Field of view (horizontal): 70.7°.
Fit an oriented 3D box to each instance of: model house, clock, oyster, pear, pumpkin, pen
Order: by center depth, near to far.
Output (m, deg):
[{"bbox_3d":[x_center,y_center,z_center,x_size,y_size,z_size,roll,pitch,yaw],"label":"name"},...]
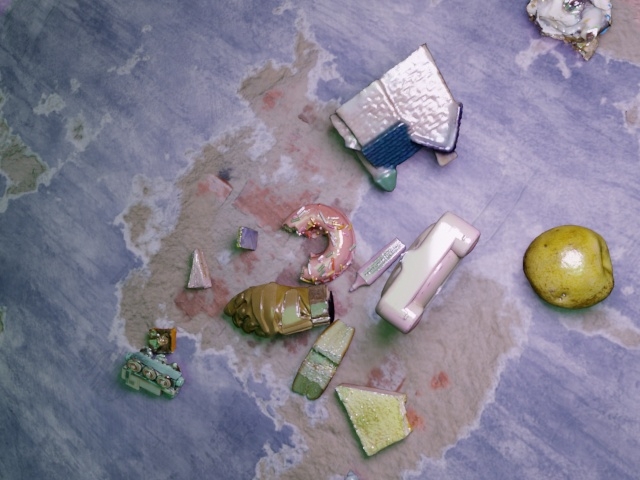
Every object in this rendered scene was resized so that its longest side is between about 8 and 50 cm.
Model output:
[{"bbox_3d":[0.575,0.063,1.065,0.197,0.197,0.198,-2,83,14],"label":"pear"},{"bbox_3d":[0.253,0.079,1.078,0.114,0.309,0.284,35,93,17],"label":"clock"},{"bbox_3d":[0.652,-0.600,1.176,0.214,0.083,0.223,30,86,12],"label":"oyster"},{"bbox_3d":[0.221,-0.299,1.184,0.298,0.243,0.284,-32,91,22],"label":"model house"},{"bbox_3d":[0.152,0.072,1.250,0.197,0.032,0.053,-45,75,4],"label":"pen"},{"bbox_3d":[-0.482,0.305,1.375,0.083,0.054,0.074,-1,88,11],"label":"pumpkin"}]

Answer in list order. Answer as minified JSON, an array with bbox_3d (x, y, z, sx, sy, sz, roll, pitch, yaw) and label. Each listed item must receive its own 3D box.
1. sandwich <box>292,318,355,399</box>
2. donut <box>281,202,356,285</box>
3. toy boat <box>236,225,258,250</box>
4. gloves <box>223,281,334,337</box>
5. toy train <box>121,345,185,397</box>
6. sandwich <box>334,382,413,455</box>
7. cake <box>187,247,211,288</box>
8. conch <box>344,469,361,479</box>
[{"bbox_3d":[0.006,0.331,1.227,0.090,0.088,0.245,31,91,12],"label":"sandwich"},{"bbox_3d":[0.000,0.000,1.271,0.198,0.085,0.233,-24,80,9],"label":"donut"},{"bbox_3d":[-0.211,-0.005,1.309,0.016,0.115,0.064,4,84,14],"label":"toy boat"},{"bbox_3d":[-0.124,0.190,1.250,0.330,0.141,0.155,-7,83,14],"label":"gloves"},{"bbox_3d":[-0.496,0.402,1.346,0.193,0.081,0.125,24,121,8],"label":"toy train"},{"bbox_3d":[0.151,0.440,1.195,0.162,0.058,0.193,-31,75,7],"label":"sandwich"},{"bbox_3d":[-0.362,0.086,1.373,0.065,0.052,0.122,3,83,20],"label":"cake"},{"bbox_3d":[0.107,0.779,1.095,0.249,0.197,0.369,7,87,-18],"label":"conch"}]
